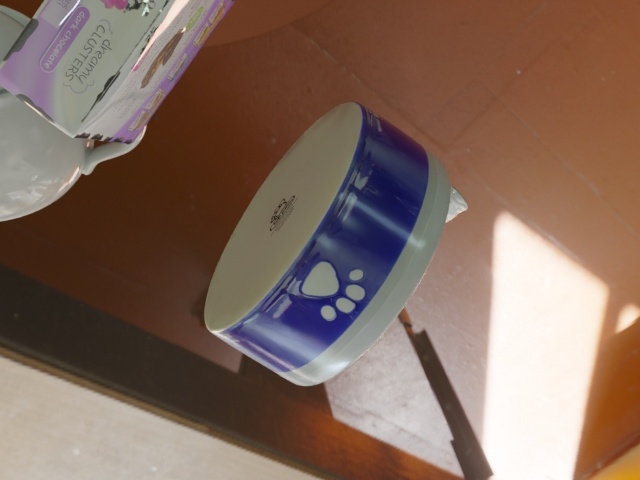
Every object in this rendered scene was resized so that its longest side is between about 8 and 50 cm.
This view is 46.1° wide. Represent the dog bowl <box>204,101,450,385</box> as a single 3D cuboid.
[{"bbox_3d":[0.000,0.000,0.735,0.104,0.265,0.265,33,113,-19],"label":"dog bowl"}]

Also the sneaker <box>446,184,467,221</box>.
[{"bbox_3d":[0.134,-0.077,0.998,0.061,0.053,0.152,-41,116,3],"label":"sneaker"}]

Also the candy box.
[{"bbox_3d":[-0.147,-0.161,0.586,0.070,0.196,0.164,37,93,-5],"label":"candy box"}]

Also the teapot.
[{"bbox_3d":[-0.346,-0.153,0.761,0.256,0.252,0.187,-21,153,-30],"label":"teapot"}]
